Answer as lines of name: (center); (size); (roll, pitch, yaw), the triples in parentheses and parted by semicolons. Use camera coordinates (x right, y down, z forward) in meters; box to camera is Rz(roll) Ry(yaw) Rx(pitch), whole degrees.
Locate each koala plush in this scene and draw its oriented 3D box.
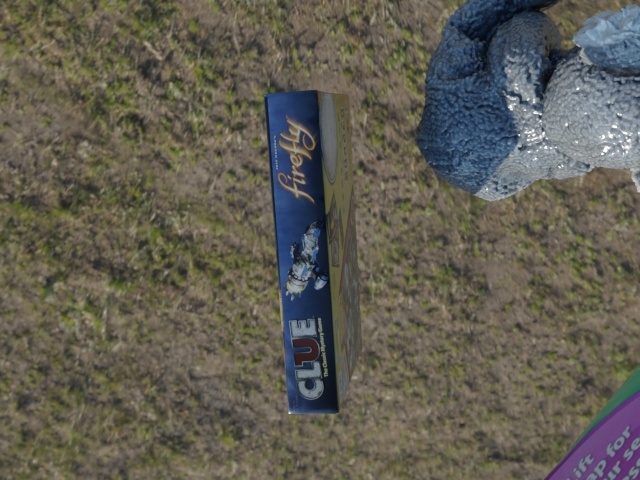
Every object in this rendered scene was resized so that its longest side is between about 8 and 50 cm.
koala plush: (0.206, -0.110, 0.603); (0.203, 0.221, 0.196); (-43, 122, -14)

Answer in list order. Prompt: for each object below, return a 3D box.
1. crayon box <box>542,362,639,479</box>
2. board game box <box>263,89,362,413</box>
crayon box: (0.324, 0.065, 0.286); (0.313, 0.106, 0.363); (38, 93, -3)
board game box: (0.000, 0.000, 0.648); (0.042, 0.165, 0.243); (-2, 99, 10)
